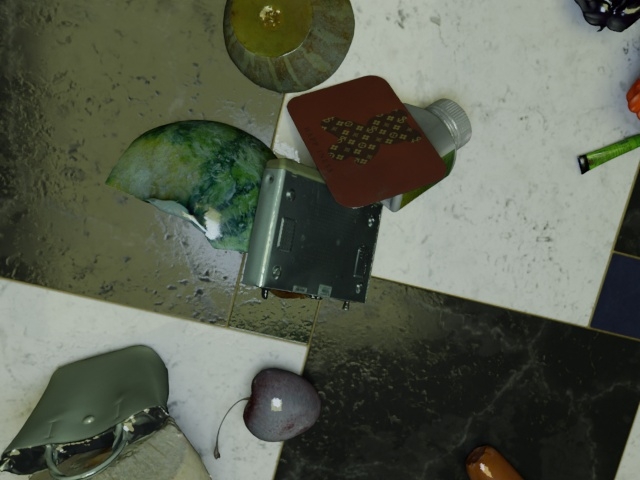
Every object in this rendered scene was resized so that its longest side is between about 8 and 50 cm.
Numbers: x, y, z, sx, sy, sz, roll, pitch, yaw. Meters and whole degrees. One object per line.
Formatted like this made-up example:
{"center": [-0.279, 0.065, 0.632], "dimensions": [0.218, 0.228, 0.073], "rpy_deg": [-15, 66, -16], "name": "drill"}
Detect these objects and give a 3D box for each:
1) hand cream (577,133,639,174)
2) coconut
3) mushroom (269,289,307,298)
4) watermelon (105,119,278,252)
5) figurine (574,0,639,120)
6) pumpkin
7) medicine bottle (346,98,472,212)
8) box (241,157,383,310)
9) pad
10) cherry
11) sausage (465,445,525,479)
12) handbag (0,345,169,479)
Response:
{"center": [0.515, -0.156, 1.238], "dimensions": [0.122, 0.023, 0.036], "rpy_deg": [-23, 112, -2], "name": "hand cream"}
{"center": [-0.301, 0.440, 1.098], "dimensions": [0.297, 0.297, 0.254], "rpy_deg": [-23, 99, -3], "name": "coconut"}
{"center": [-0.042, 0.040, 1.178], "dimensions": [0.127, 0.087, 0.127], "rpy_deg": [1, 76, -4], "name": "mushroom"}
{"center": [-0.157, -0.071, 1.084], "dimensions": [0.305, 0.180, 0.224], "rpy_deg": [26, 52, 4], "name": "watermelon"}
{"center": [0.585, -0.369, 1.128], "dimensions": [0.306, 0.241, 0.411], "rpy_deg": [-35, 91, -10], "name": "figurine"}
{"center": [-0.052, -0.344, 1.101], "dimensions": [0.218, 0.110, 0.217], "rpy_deg": [0, 100, -1], "name": "pumpkin"}
{"center": [0.149, -0.150, 1.131], "dimensions": [0.188, 0.088, 0.132], "rpy_deg": [-34, 62, -21], "name": "medicine bottle"}
{"center": [0.000, 0.000, 1.090], "dimensions": [0.270, 0.045, 0.210], "rpy_deg": [17, 83, -51], "name": "box"}
{"center": [0.066, -0.162, 1.085], "dimensions": [0.181, 0.267, 0.004], "rpy_deg": [-19, 143, -10], "name": "pad"}
{"center": [-0.076, 0.309, 1.202], "dimensions": [0.148, 0.115, 0.188], "rpy_deg": [1, 110, -46], "name": "cherry"}
{"center": [0.345, 0.462, 1.287], "dimensions": [0.076, 0.076, 0.197], "rpy_deg": [-42, 103, 1], "name": "sausage"}
{"center": [-0.341, 0.259, 1.047], "dimensions": [0.241, 0.315, 0.109], "rpy_deg": [-17, 98, -5], "name": "handbag"}
